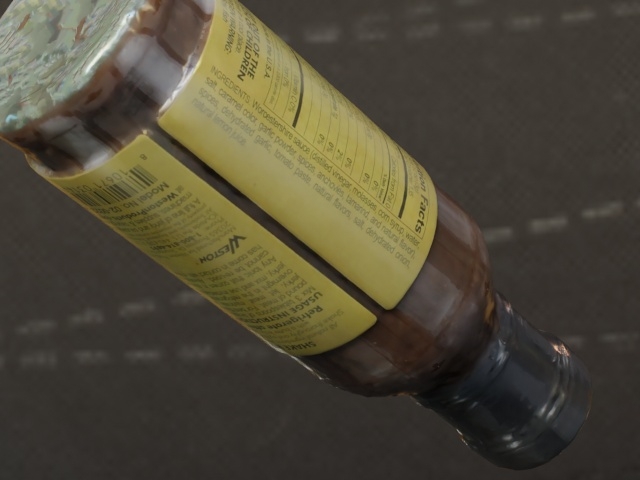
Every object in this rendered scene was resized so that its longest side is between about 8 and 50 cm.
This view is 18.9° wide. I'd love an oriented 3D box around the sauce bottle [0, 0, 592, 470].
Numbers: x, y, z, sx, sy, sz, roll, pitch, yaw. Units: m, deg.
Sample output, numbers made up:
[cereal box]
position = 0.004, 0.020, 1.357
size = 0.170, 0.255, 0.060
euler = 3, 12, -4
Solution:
[sauce bottle]
position = 0.000, 0.000, 0.863
size = 0.111, 0.111, 0.344
euler = -17, -43, 36
